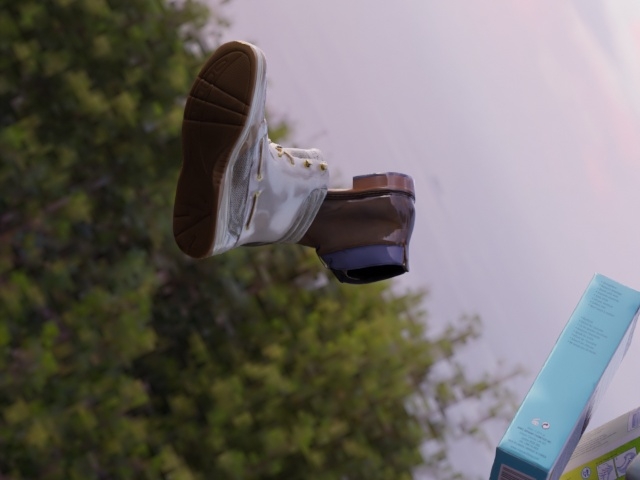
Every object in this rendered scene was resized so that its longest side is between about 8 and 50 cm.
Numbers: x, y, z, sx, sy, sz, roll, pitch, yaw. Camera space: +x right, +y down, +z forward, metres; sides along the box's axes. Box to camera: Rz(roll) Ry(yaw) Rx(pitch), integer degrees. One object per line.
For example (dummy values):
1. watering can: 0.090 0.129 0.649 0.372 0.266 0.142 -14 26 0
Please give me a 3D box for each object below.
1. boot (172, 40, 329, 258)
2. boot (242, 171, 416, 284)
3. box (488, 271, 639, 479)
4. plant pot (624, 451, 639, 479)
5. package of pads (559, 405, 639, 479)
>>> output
1. boot: -0.056 -0.090 1.762 0.077 0.213 0.165 23 19 36
2. boot: 0.000 0.000 1.952 0.082 0.219 0.106 43 38 -57
3. box: 0.252 0.156 1.851 0.060 0.244 0.100 25 -34 15
4. plant pot: 0.356 0.186 1.080 0.252 0.248 0.247 35 -25 31
5. package of pads: 0.383 0.299 2.002 0.296 0.229 0.101 31 43 -31
